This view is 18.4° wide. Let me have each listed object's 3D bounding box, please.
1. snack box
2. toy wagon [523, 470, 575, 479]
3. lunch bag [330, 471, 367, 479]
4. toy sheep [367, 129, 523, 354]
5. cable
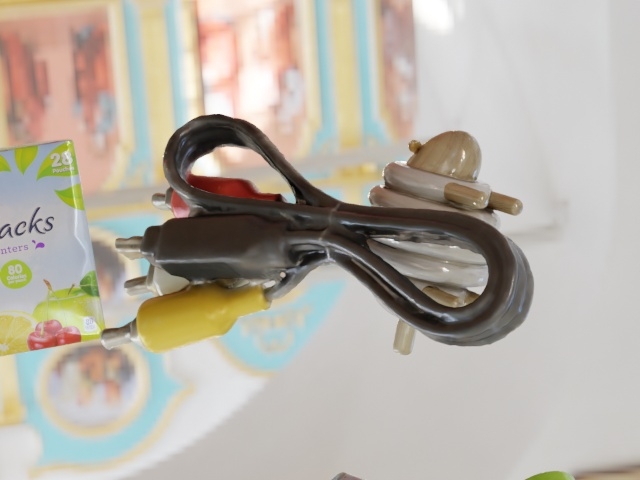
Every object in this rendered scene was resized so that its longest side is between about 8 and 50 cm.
[{"bbox_3d":[-0.298,0.014,1.671,0.207,0.174,0.070,-9,-175,-10],"label":"snack box"},{"bbox_3d":[0.113,0.286,1.333,0.344,0.068,0.267,-2,-128,-26],"label":"toy wagon"},{"bbox_3d":[0.032,0.179,1.092,0.053,0.083,0.071,-37,-150,-31],"label":"lunch bag"},{"bbox_3d":[0.062,0.002,1.109,0.091,0.132,0.091,16,-175,-1],"label":"toy sheep"},{"bbox_3d":[0.000,0.000,1.094,0.287,0.139,0.072,2,155,31],"label":"cable"}]
